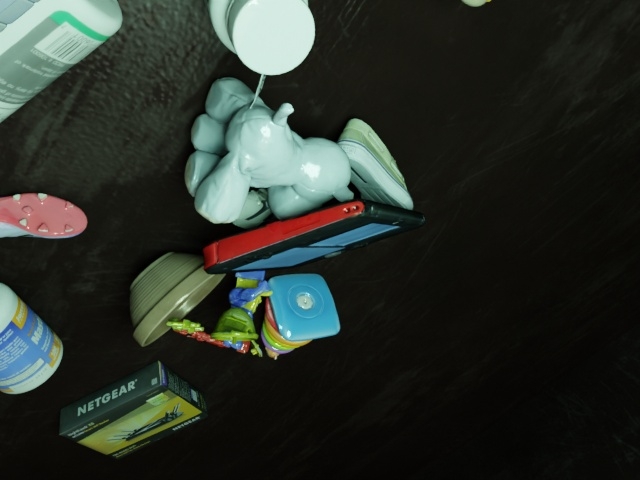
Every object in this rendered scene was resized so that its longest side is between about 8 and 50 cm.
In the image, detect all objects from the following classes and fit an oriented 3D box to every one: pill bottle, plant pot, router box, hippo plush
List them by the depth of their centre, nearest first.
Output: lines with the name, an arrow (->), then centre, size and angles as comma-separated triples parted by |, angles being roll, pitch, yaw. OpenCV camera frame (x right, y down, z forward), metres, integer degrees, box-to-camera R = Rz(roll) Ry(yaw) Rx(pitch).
pill bottle -> -0.450, -0.248, 0.630 | 0.361, 0.204, 0.204 | -32, 137, 9
pill bottle -> -0.088, -0.322, 0.690 | 0.131, 0.229, 0.131 | -12, 136, -12
hippo plush -> -0.070, -0.154, 0.875 | 0.237, 0.234, 0.294 | 13, 134, -38
pill bottle -> -0.648, 0.176, 1.011 | 0.152, 0.152, 0.272 | -18, 137, -5
plant pot -> -0.315, 0.100, 1.071 | 0.237, 0.110, 0.237 | -43, 179, -1
router box -> -0.510, 0.479, 1.424 | 0.309, 0.081, 0.243 | -27, 137, 4

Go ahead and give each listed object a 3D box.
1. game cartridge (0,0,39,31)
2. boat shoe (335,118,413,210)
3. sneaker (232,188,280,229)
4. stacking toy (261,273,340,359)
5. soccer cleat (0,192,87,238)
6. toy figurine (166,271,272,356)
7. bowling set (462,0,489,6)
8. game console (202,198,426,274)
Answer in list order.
game cartridge -> -0.439, -0.337, 0.487 | 0.230, 0.068, 0.355 | -32, 92, 6
boat shoe -> 0.127, -0.137, 1.065 | 0.302, 0.109, 0.094 | 41, 66, -54
sneaker -> -0.083, -0.097, 1.020 | 0.235, 0.094, 0.153 | 14, 125, -33
stacking toy -> -0.091, 0.226, 1.322 | 0.166, 0.175, 0.302 | -3, 148, -28
soccer cleat -> -0.551, -0.036, 0.907 | 0.248, 0.083, 0.095 | 0, 162, -30
toy figurine -> -0.195, 0.119, 1.122 | 0.191, 0.217, 0.362 | 15, 163, 0
bowling set -> 0.130, -0.458, 0.702 | 0.287, 0.154, 0.199 | -2, 134, -22
game console -> 0.000, 0.000, 0.992 | 0.342, 0.060, 0.386 | -14, 174, 25
